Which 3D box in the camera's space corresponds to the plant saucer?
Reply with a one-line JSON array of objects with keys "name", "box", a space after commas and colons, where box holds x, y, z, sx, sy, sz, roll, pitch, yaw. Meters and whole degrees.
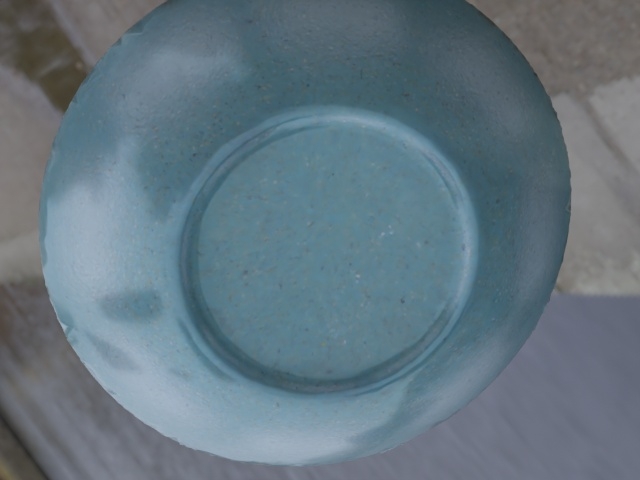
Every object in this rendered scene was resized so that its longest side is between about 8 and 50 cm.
[{"name": "plant saucer", "box": [0.000, 0.000, 0.531, 0.195, 0.195, 0.037, 59, -179, -21]}]
